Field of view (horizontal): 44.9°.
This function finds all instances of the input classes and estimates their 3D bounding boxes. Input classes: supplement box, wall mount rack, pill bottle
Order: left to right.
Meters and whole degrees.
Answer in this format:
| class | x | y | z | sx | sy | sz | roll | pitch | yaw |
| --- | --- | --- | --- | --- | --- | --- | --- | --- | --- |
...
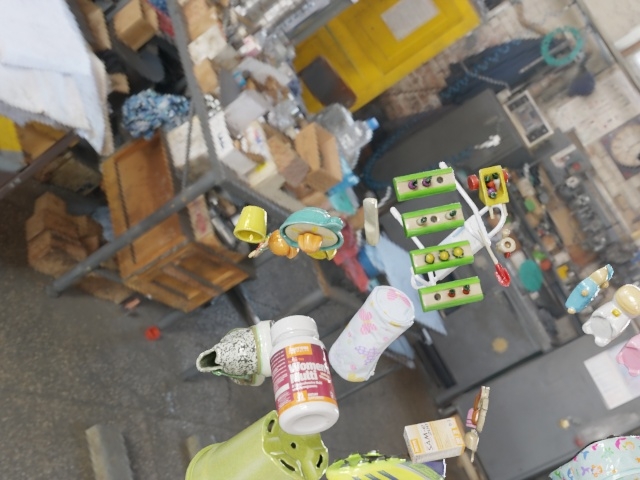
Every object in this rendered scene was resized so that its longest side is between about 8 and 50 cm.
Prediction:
| class | x | y | z | sx | sy | sz | roll | pitch | yaw |
| --- | --- | --- | --- | --- | --- | --- | --- | --- | --- |
| pill bottle | -0.039 | 0.271 | 1.577 | 0.121 | 0.121 | 0.221 | 37 | 31 | -45 |
| supplement box | 0.209 | 0.369 | 1.431 | 0.036 | 0.098 | 0.062 | 92 | -14 | -46 |
| wall mount rack | 0.335 | -0.036 | 2.161 | 0.130 | 0.350 | 0.304 | 33 | 28 | -29 |

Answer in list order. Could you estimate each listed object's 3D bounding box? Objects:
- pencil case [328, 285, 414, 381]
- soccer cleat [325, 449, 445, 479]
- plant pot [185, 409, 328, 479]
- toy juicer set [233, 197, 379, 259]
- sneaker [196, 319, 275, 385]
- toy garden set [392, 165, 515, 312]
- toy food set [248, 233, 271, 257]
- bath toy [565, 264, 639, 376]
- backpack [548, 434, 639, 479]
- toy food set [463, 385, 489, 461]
| class | x | y | z | sx | sy | sz | roll | pitch | yaw |
| --- | --- | --- | --- | --- | --- | --- | --- | --- | --- |
| pencil case | 0.123 | 0.233 | 1.901 | 0.113 | 0.273 | 0.124 | -18 | 59 | -43 |
| soccer cleat | 0.148 | 0.515 | 1.673 | 0.289 | 0.093 | 0.121 | 2 | 89 | -26 |
| plant pot | -0.125 | 0.524 | 1.760 | 0.276 | 0.254 | 0.276 | 29 | 33 | -21 |
| toy juicer set | 0.000 | 0.000 | 1.620 | 0.209 | 0.329 | 0.089 | 45 | 48 | -52 |
| sneaker | -0.221 | 0.282 | 1.920 | 0.410 | 0.182 | 0.158 | 131 | -47 | -66 |
| toy garden set | 0.254 | -0.015 | 1.361 | 0.049 | 0.203 | 0.244 | 124 | -46 | -78 |
| toy food set | -0.165 | 0.017 | 2.194 | 0.020 | 0.083 | 0.082 | 45 | 49 | 4 |
| bath toy | 0.713 | 0.215 | 1.705 | 0.129 | 0.151 | 0.348 | -21 | 63 | -39 |
| backpack | 0.705 | 0.579 | 1.871 | 0.225 | 0.253 | 0.191 | 1 | 46 | -18 |
| toy food set | 0.221 | 0.254 | 1.107 | 0.078 | 0.019 | 0.122 | -64 | 162 | -55 |
